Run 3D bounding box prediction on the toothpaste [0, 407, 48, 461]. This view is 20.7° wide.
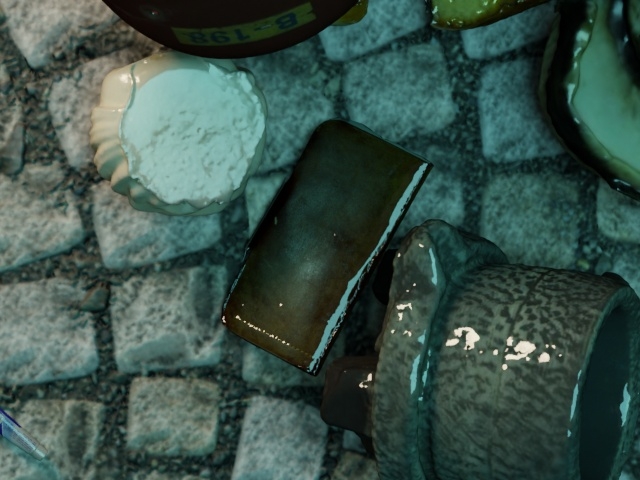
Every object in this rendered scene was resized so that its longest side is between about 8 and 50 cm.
[{"bbox_3d":[-0.312,0.193,1.774,0.083,0.015,0.024,39,86,-8],"label":"toothpaste"}]

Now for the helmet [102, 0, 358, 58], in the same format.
[{"bbox_3d":[-0.063,-0.305,1.665,0.385,0.230,0.337,-12,57,5],"label":"helmet"}]

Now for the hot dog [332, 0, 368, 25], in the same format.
[{"bbox_3d":[0.022,-0.364,1.789,0.088,0.061,0.285,-1,94,-3],"label":"hot dog"}]

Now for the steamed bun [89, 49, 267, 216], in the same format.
[{"bbox_3d":[-0.142,-0.108,1.745,0.183,0.106,0.182,-2,99,-16],"label":"steamed bun"}]

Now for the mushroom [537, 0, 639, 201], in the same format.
[{"bbox_3d":[0.377,-0.152,1.856,0.344,0.130,0.247,13,95,-20],"label":"mushroom"}]

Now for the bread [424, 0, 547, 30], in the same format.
[{"bbox_3d":[0.228,-0.311,1.802,0.260,0.134,0.129,-24,83,28],"label":"bread"}]

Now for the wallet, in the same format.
[{"bbox_3d":[0.000,0.000,1.800,0.137,0.031,0.255,28,84,18],"label":"wallet"}]

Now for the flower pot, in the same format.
[{"bbox_3d":[0.158,0.118,1.741,0.283,0.299,0.299,9,93,26],"label":"flower pot"}]
